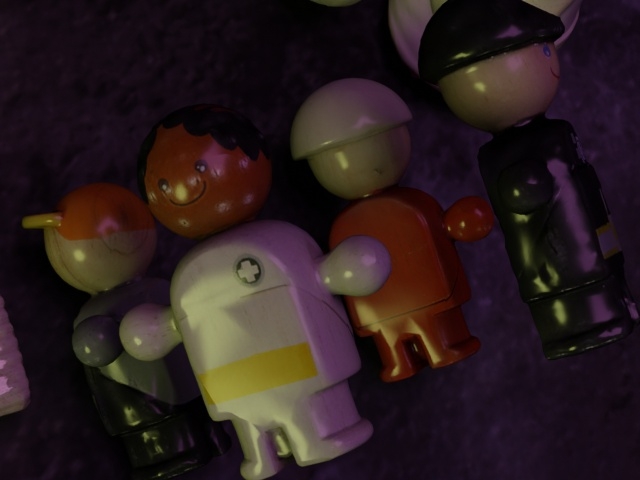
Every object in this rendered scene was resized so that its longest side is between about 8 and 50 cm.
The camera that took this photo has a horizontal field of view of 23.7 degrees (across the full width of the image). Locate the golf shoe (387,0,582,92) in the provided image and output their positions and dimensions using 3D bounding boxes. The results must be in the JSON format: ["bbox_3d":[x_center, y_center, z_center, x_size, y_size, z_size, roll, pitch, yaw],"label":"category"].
[{"bbox_3d":[0.109,-0.225,0.809,0.115,0.140,0.306,9,65,-18],"label":"golf shoe"}]

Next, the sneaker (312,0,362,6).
[{"bbox_3d":[0.004,-0.281,0.794,0.180,0.124,0.321,-20,78,-28],"label":"sneaker"}]

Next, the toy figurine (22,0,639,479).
[{"bbox_3d":[0.000,0.000,0.628,0.210,0.213,0.148,-19,90,-24],"label":"toy figurine"}]

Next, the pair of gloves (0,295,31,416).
[{"bbox_3d":[-0.202,0.119,0.577,0.204,0.042,0.240,-7,71,-19],"label":"pair of gloves"}]
